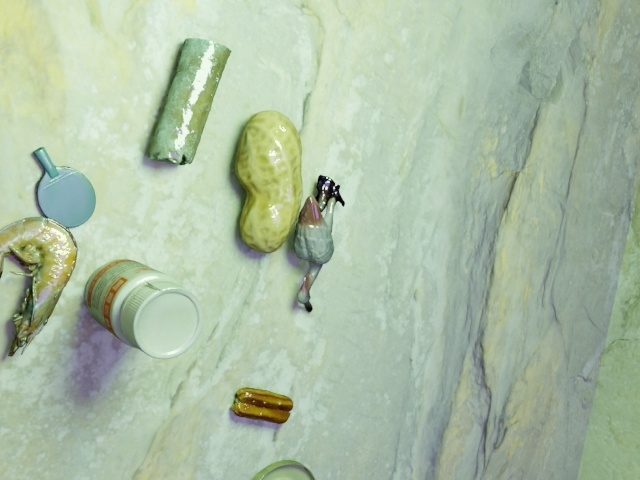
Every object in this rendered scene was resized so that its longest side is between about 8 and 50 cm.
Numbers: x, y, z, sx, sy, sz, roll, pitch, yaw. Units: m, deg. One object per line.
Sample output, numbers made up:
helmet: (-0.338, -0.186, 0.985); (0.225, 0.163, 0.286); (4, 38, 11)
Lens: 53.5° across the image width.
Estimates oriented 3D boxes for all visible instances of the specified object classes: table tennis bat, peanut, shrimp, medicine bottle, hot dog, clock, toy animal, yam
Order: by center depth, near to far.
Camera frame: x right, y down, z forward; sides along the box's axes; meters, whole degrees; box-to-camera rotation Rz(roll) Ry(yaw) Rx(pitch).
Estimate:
shrimp: (-0.522, 0.078, 1.116); (0.143, 0.052, 0.251); (20, 79, -27)
table tennis bat: (-0.467, -0.095, 1.144); (0.100, 0.019, 0.155); (-38, 120, -26)
medicine bottle: (-0.319, 0.119, 1.145); (0.144, 0.252, 0.145); (-8, 103, -38)
yam: (-0.256, -0.267, 1.236); (0.093, 0.093, 0.259); (20, 85, -38)
peanut: (-0.109, -0.121, 1.352); (0.147, 0.147, 0.306); (-15, 111, -35)
toy animal: (-0.010, 0.012, 1.437); (0.195, 0.090, 0.324); (11, 91, -69)
hot dog: (-0.129, 0.381, 1.466); (0.165, 0.045, 0.071); (23, 81, -38)
clock: (-0.102, 0.651, 1.541); (0.235, 0.029, 0.235); (-7, 102, -37)
